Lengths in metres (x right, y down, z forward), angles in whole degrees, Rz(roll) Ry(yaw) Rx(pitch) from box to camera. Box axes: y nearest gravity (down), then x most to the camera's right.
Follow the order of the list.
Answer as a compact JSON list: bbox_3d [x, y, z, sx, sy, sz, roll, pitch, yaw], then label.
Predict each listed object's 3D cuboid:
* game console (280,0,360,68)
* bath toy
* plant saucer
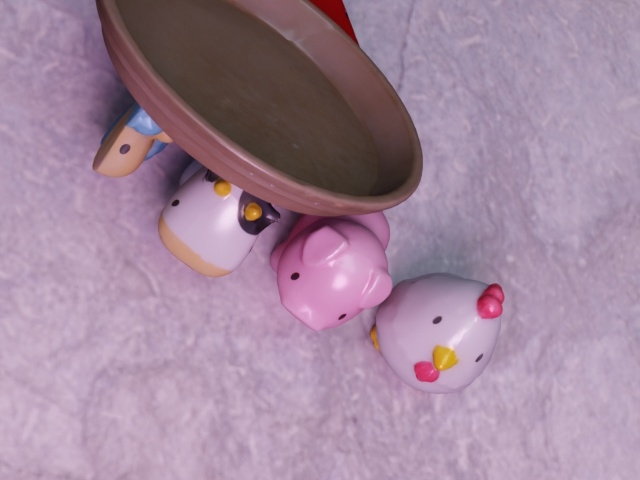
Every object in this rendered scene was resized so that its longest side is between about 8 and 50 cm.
[{"bbox_3d":[-0.043,-0.192,1.214,0.124,0.085,0.144,-20,83,1],"label":"game console"},{"bbox_3d":[0.000,0.000,1.109,0.348,0.129,0.151,36,62,-13],"label":"bath toy"},{"bbox_3d":[-0.046,-0.115,1.049,0.278,0.041,0.278,30,30,-19],"label":"plant saucer"}]
